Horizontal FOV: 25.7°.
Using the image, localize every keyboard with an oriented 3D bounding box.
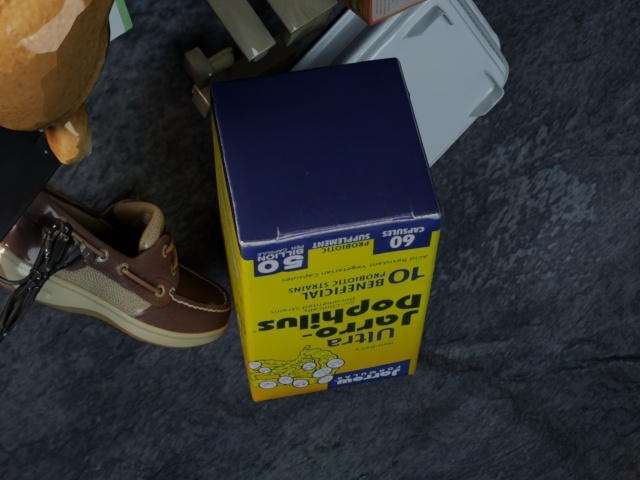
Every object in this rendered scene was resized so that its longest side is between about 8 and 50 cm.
[{"bbox_3d":[-0.322,0.006,1.259,0.201,0.033,0.317,51,53,-26],"label":"keyboard"}]

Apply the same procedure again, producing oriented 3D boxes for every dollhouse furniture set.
[{"bbox_3d":[-0.088,-0.229,1.422,0.144,0.123,0.151,-35,178,-14],"label":"dollhouse furniture set"}]

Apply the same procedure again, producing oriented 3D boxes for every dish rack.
[{"bbox_3d":[0.076,-0.147,1.628,0.333,0.072,0.285,-46,145,3],"label":"dish rack"}]

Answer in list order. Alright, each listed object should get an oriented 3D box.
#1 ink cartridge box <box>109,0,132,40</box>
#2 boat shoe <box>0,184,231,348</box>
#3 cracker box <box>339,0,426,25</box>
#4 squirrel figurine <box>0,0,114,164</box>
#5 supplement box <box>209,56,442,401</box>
[{"bbox_3d":[-0.287,-0.197,1.216,0.235,0.056,0.171,-37,143,-19],"label":"ink cartridge box"},{"bbox_3d":[-0.200,0.018,1.481,0.342,0.123,0.123,24,108,-46],"label":"boat shoe"},{"bbox_3d":[0.096,-0.316,1.406,0.232,0.156,0.067,-27,140,-22],"label":"cracker box"},{"bbox_3d":[-0.270,-0.195,0.944,0.397,0.370,0.281,-34,147,18],"label":"squirrel figurine"},{"bbox_3d":[0.000,0.000,1.477,0.194,0.195,0.356,-9,151,-6],"label":"supplement box"}]
